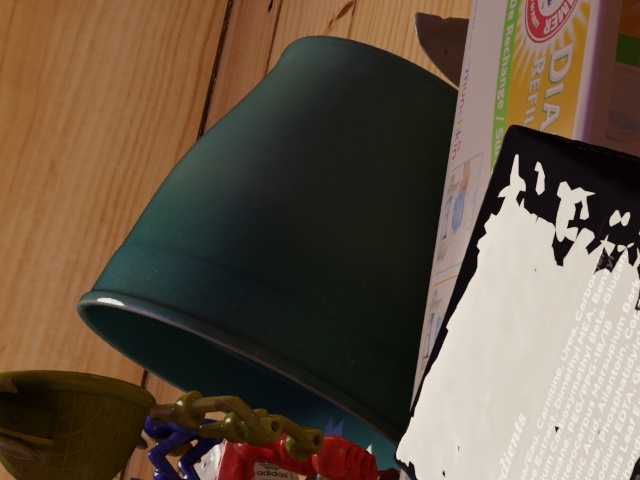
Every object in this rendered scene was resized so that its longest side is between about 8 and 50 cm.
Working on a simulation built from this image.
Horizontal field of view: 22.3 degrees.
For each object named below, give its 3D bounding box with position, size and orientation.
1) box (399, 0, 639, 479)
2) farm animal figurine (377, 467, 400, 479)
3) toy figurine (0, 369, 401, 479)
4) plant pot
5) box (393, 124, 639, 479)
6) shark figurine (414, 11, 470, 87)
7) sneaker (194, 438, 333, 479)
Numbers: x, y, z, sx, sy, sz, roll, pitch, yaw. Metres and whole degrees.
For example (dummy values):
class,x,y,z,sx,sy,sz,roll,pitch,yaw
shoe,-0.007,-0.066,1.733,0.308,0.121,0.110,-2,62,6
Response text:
class,x,y,z,sx,sy,sz,roll,pitch,yaw
box,0.104,0.000,0.502,0.103,0.114,0.203,155,127,-69
farm animal figurine,-0.004,0.299,0.937,0.330,0.172,0.326,-21,-35,-56
toy figurine,-0.087,0.211,0.987,0.362,0.191,0.217,39,-119,-69
plant pot,0.000,0.000,1.189,0.255,0.272,0.271,-64,10,-15
box,0.122,0.050,0.343,0.158,0.156,0.093,-138,63,-66
shark figurine,0.111,-0.142,0.998,0.166,0.116,0.278,155,127,-72
sneaker,-0.042,0.232,1.333,0.366,0.137,0.210,117,160,-56
